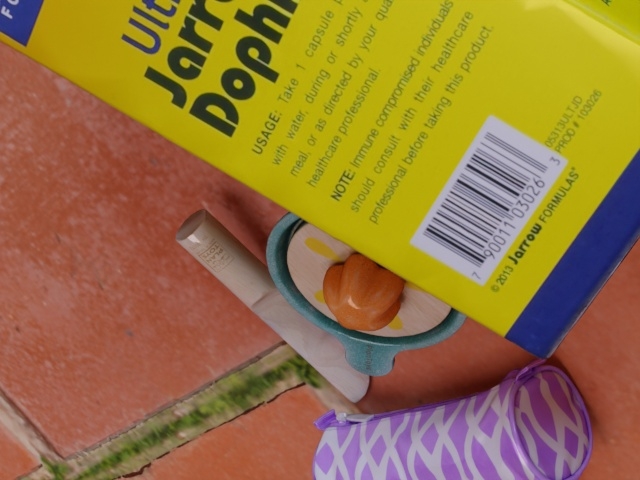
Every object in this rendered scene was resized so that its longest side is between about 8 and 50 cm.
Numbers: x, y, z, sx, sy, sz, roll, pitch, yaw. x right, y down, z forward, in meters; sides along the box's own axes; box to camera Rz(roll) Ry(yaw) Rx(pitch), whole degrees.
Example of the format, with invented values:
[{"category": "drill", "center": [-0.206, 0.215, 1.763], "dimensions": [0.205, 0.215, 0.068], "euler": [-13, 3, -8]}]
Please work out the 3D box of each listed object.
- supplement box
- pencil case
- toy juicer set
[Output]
[{"category": "supplement box", "center": [0.028, -0.141, 0.937], "dimensions": [0.356, 0.194, 0.195], "euler": [30, 130, 0]}, {"category": "pencil case", "center": [0.085, 0.139, 1.257], "dimensions": [0.206, 0.086, 0.088], "euler": [-18, 90, 41]}, {"category": "toy juicer set", "center": [0.000, 0.000, 1.168], "dimensions": [0.209, 0.089, 0.329], "euler": [30, 140, -9]}]
